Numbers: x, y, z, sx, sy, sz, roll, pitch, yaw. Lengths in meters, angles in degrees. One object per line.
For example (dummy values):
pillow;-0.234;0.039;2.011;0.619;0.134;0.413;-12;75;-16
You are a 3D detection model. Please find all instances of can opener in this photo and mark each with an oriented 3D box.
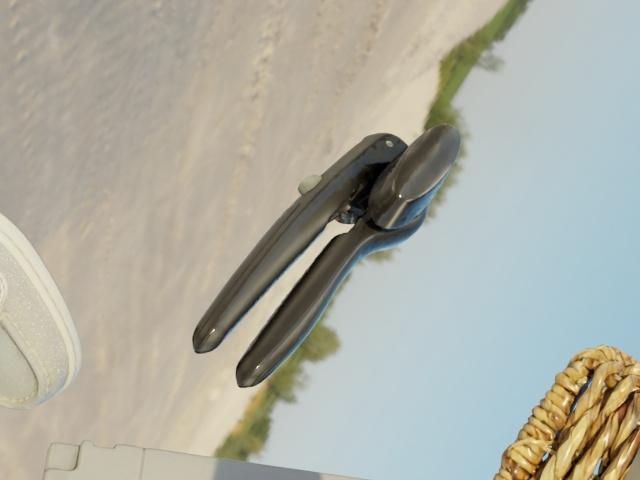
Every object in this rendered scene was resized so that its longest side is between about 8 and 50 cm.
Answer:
can opener;0.000;0.000;0.558;0.186;0.059;0.073;-43;164;-37

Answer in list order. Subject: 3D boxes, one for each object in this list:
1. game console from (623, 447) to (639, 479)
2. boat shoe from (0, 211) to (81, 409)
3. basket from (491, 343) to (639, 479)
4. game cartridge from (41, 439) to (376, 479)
game console;0.076;0.253;0.255;0.386;0.060;0.342;-80;-177;-47
boat shoe;-0.276;0.001;0.695;0.118;0.320;0.103;-17;-148;31
basket;0.193;0.245;0.637;0.299;0.223;0.213;-59;141;-6
game cartridge;-0.041;0.238;0.723;0.062;0.297;0.198;113;-15;-53
